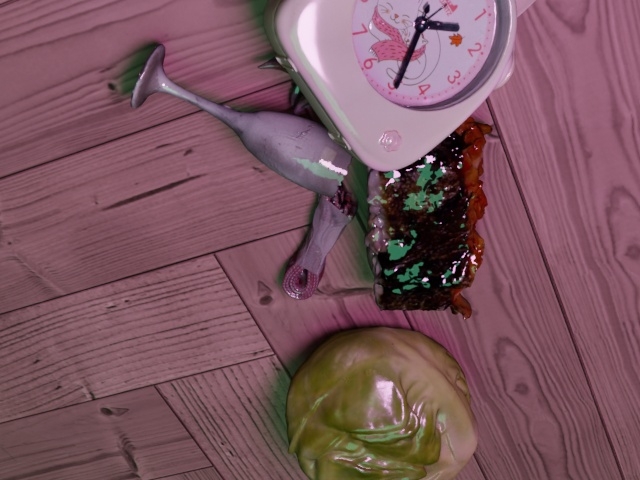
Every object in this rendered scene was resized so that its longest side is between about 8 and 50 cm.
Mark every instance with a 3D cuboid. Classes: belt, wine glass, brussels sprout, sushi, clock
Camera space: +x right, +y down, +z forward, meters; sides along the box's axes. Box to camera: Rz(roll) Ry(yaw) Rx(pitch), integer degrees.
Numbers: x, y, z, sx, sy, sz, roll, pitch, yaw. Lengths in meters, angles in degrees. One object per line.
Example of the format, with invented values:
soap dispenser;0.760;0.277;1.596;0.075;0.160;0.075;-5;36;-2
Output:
belt;0.000;0.000;1.561;0.071;0.053;0.232;21;128;-2
wine glass;-0.103;-0.151;1.288;0.309;0.264;0.096;26;96;-2
brussels sprout;0.094;0.298;1.678;0.328;0.247;0.328;5;129;6
sushi;0.152;-0.026;1.437;0.181;0.196;0.343;3;129;12
clock;0.117;-0.267;1.236;0.324;0.108;0.265;-37;113;-5

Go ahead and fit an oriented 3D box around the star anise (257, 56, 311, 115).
star anise;0.016;-0.248;1.349;0.180;0.061;0.204;16;133;-17
